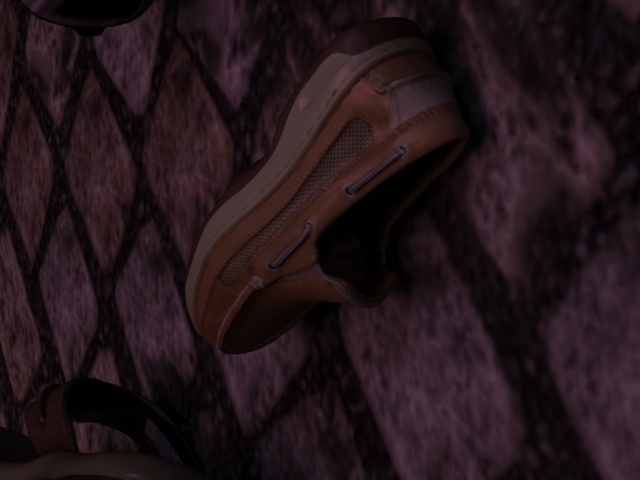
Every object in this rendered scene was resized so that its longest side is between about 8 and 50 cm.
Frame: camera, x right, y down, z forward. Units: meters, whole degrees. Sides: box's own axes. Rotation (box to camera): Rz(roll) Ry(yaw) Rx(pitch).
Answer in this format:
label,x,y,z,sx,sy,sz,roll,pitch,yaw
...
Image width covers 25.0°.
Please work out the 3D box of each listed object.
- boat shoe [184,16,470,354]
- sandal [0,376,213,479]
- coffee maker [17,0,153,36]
label,x,y,z,sx,sy,sz,roll,pitch,yaw
boat shoe,0.000,0.000,0.582,0.072,0.068,0.190,57,142,23
sandal,-0.109,0.120,0.775,0.302,0.120,0.086,-10,57,60
coffee maker,-0.086,-0.202,0.679,0.178,0.120,0.171,-16,56,60
